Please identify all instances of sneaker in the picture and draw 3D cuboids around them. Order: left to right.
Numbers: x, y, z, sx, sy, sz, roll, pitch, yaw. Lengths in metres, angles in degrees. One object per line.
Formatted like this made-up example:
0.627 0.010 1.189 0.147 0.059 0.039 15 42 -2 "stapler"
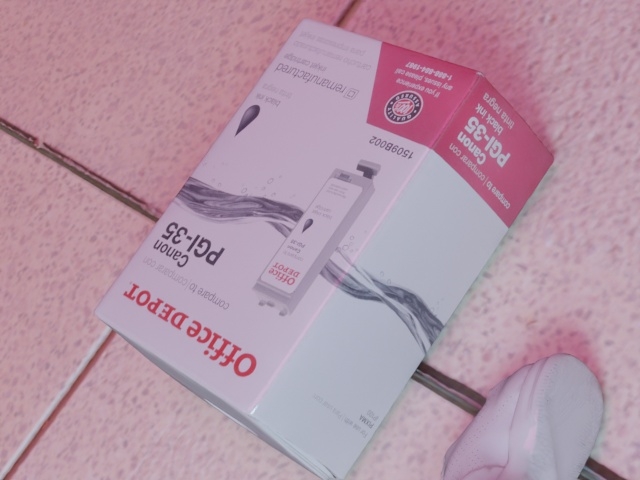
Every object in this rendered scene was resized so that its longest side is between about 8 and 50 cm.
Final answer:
0.098 0.163 0.909 0.094 0.080 0.212 -19 28 48 "sneaker"

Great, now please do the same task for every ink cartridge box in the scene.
0.000 0.000 1.078 0.207 0.117 0.283 26 78 46 "ink cartridge box"
